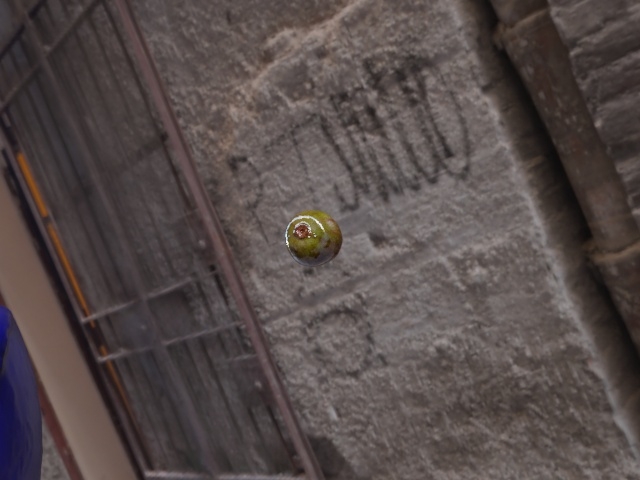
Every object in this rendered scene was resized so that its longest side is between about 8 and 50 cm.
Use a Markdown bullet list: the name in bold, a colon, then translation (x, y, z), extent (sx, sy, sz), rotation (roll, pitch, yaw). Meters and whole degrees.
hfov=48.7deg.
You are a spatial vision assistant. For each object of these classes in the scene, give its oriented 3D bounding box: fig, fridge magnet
- **fig**: translation (0.000, 0.000, 0.634), extent (0.050, 0.050, 0.083), rotation (-23, -15, 16)
- **fridge magnet**: translation (-0.284, 0.184, 0.570), extent (0.112, 0.266, 0.265), rotation (4, -10, -21)
